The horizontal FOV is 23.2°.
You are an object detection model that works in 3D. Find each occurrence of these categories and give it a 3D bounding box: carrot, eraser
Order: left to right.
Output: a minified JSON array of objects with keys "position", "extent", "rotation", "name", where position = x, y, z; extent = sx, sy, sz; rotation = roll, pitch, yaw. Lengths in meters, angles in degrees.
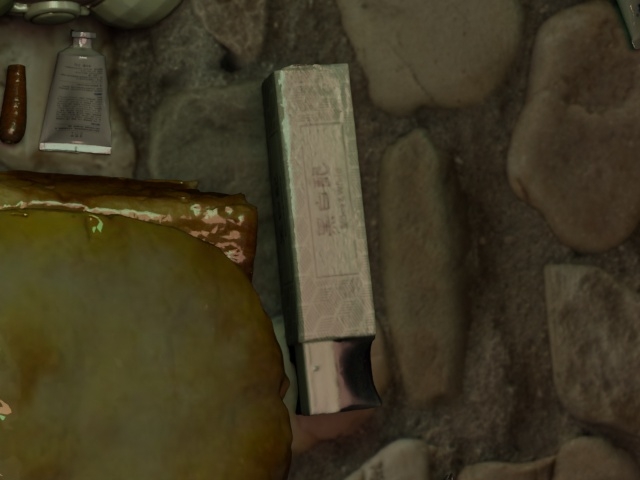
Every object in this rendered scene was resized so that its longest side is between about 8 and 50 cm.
[{"position":[-0.352,-0.155,1.788],"extent":[0.032,0.032,0.093],"rotation":[5,78,-14],"name":"carrot"},{"position":[0.000,0.000,1.827],"extent":[0.096,0.098,0.404],"rotation":[-4,85,-13],"name":"eraser"}]

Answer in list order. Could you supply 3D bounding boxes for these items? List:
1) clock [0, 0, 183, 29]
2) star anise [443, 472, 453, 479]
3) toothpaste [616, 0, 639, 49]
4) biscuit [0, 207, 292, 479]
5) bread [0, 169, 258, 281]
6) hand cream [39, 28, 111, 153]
[{"position":[-0.311,-0.397,1.732],"extent":[0.342,0.184,0.326],"rotation":[-5,86,-24],"name":"clock"},{"position":[0.119,0.373,1.841],"extent":[0.182,0.065,0.195],"rotation":[-31,88,-20],"name":"star anise"},{"position":[0.376,-0.409,1.984],"extent":[0.100,0.066,0.323],"rotation":[-27,97,-15],"name":"toothpaste"},{"position":[-0.212,0.177,1.566],"extent":[0.446,0.104,0.429],"rotation":[-4,84,-42],"name":"biscuit"},{"position":[-0.241,0.021,1.740],"extent":[0.344,0.149,0.195],"rotation":[6,98,-14],"name":"bread"},{"position":[-0.280,-0.173,1.805],"extent":[0.084,0.053,0.142],"rotation":[3,99,-13],"name":"hand cream"}]
